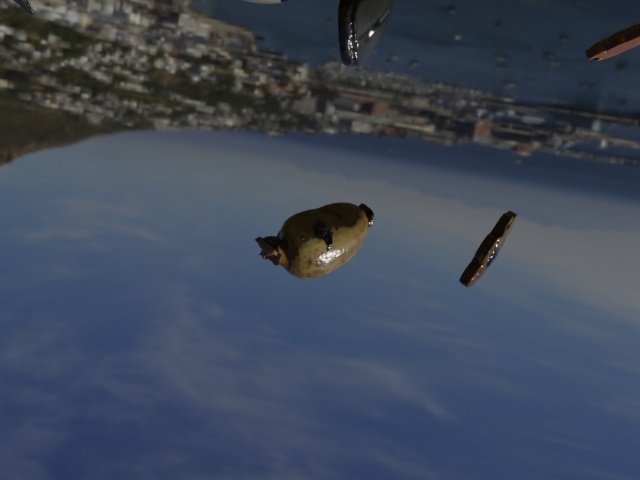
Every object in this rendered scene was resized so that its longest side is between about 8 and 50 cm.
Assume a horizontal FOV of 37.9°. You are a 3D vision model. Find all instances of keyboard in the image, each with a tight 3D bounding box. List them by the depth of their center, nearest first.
[{"bbox_3d":[-0.479,-0.386,1.420,0.155,0.010,0.053,38,162,40],"label":"keyboard"}]

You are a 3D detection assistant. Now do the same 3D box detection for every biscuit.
[{"bbox_3d":[0.628,-0.408,1.853,0.183,0.043,0.280,-22,178,-15],"label":"biscuit"},{"bbox_3d":[0.354,0.015,1.929,0.039,0.180,0.236,32,-150,11],"label":"biscuit"}]

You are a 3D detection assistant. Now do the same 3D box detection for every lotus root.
[{"bbox_3d":[0.000,0.000,1.945,0.257,0.140,0.154,-23,173,-19],"label":"lotus root"}]

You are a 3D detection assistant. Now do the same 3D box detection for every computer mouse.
[{"bbox_3d":[0.087,-0.429,1.681,0.086,0.269,0.137,2,141,11],"label":"computer mouse"}]

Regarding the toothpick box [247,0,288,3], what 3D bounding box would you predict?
[{"bbox_3d":[-0.091,-0.583,1.593,0.229,0.316,0.229,10,-137,-10],"label":"toothpick box"}]
